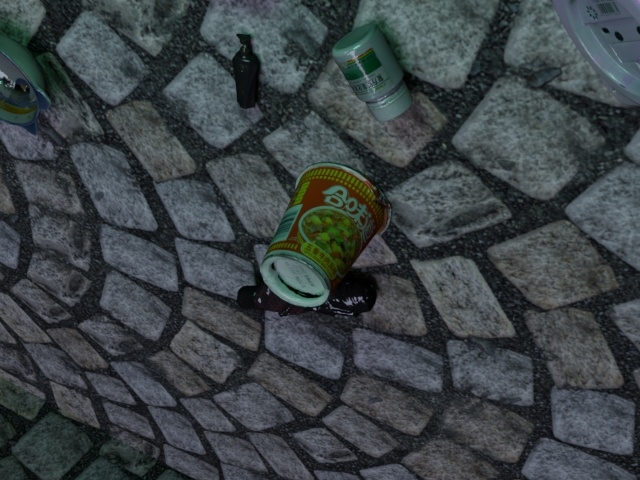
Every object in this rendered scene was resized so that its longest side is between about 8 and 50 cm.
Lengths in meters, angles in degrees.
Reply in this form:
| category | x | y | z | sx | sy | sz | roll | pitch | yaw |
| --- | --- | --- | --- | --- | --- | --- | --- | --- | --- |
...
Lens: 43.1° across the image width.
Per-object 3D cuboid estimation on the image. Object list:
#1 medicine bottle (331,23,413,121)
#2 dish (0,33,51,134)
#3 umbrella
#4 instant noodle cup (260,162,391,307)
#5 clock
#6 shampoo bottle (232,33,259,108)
| category | x | y | z | sx | sy | sz | roll | pitch | yaw |
| --- | --- | --- | --- | --- | --- | --- | --- | --- | --- |
| medicine bottle | 0.080 | -0.248 | 1.210 | 0.080 | 0.080 | 0.130 | -10 | 125 | 40 |
| dish | -0.612 | -0.322 | 1.578 | 0.236 | 0.086 | 0.228 | 36 | 142 | -7 |
| umbrella | -0.035 | 0.112 | 1.668 | 0.326 | 0.094 | 0.090 | -1 | 176 | 32 |
| instant noodle cup | 0.000 | 0.000 | 1.423 | 0.193 | 0.212 | 0.193 | 18 | 139 | 16 |
| clock | 0.361 | -0.261 | 0.929 | 0.248 | 0.090 | 0.227 | 50 | 178 | -16 |
| shampoo bottle | -0.125 | -0.280 | 1.352 | 0.048 | 0.027 | 0.137 | 19 | 139 | 12 |
